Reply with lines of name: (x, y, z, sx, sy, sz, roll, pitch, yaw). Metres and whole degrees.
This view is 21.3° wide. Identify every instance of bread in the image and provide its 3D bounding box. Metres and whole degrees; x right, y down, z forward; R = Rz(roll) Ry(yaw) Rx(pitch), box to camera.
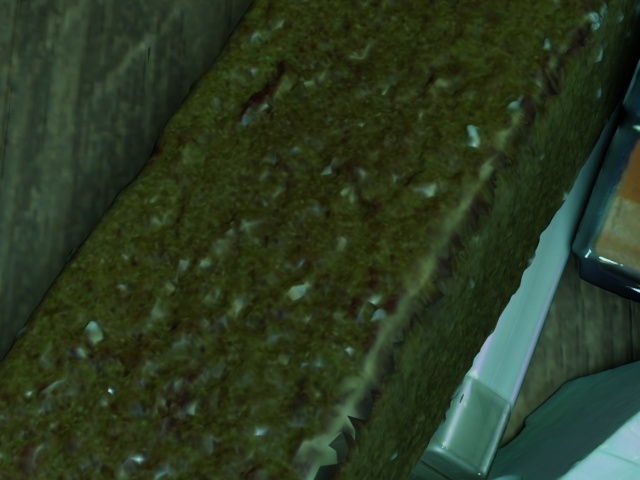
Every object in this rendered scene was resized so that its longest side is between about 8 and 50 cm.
bread: (0.000, 0.000, 0.749, 0.165, 0.113, 0.416, 25, 66, 17)

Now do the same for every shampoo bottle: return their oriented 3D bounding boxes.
shampoo bottle: (0.085, 0.019, 0.838, 0.056, 0.086, 0.227, 32, 62, -15)

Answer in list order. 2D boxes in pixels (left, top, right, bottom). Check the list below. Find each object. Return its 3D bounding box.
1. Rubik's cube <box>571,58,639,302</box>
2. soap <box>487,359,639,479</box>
Rubik's cube: (0.240, -0.060, 0.794, 0.183, 0.180, 0.167, 20, 39, 11)
soap: (0.174, 0.219, 0.788, 0.208, 0.115, 0.346, 5, 69, -23)
